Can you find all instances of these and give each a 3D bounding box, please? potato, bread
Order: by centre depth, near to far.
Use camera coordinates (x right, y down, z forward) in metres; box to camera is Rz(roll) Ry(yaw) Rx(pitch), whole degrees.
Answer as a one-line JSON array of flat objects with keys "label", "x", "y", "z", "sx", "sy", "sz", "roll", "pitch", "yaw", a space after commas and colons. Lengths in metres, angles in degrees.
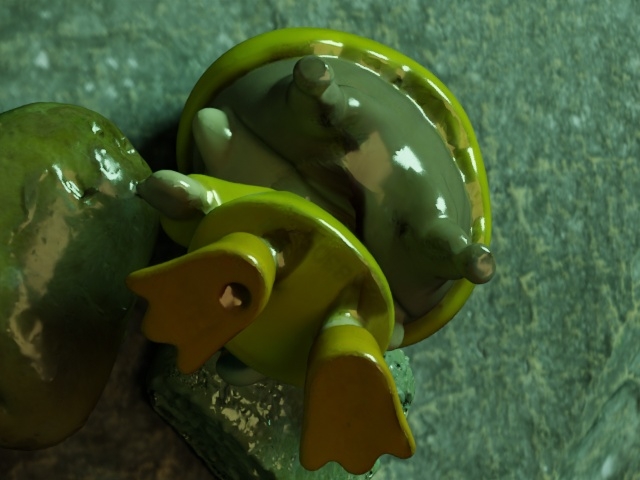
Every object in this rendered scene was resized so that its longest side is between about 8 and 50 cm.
[{"label": "potato", "x": -0.147, "y": 0.020, "z": 1.012, "sx": 0.164, "sy": 0.081, "sz": 0.200, "roll": 31, "pitch": 68, "yaw": -46}, {"label": "bread", "x": -0.016, "y": 0.121, "z": 1.172, "sx": 0.232, "sy": 0.064, "sz": 0.172, "roll": 2, "pitch": 85, "yaw": -48}]

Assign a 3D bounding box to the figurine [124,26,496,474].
[{"label": "figurine", "x": 0.000, "y": 0.000, "z": 1.035, "sx": 0.215, "sy": 0.187, "sz": 0.344, "roll": 55, "pitch": 17, "yaw": -16}]
